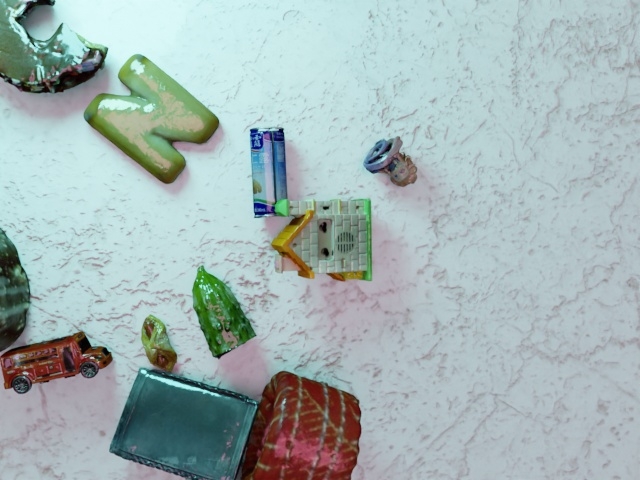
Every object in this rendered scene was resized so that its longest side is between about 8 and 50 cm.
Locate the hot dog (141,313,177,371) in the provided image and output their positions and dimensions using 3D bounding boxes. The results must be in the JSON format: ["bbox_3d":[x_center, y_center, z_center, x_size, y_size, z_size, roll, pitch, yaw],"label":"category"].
[{"bbox_3d":[-0.434,0.281,1.573,0.078,0.061,0.169,-23,95,-4],"label":"hot dog"}]

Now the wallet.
[{"bbox_3d":[-0.350,0.486,1.546,0.342,0.075,0.237,13,74,9],"label":"wallet"}]

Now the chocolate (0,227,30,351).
[{"bbox_3d":[-0.861,0.125,1.445,0.225,0.210,0.340,-9,94,-8],"label":"chocolate"}]

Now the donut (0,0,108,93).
[{"bbox_3d":[-0.716,-0.507,1.470,0.259,0.136,0.345,-39,95,-1],"label":"donut"}]

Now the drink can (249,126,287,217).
[{"bbox_3d":[-0.136,-0.177,1.567,0.097,0.097,0.235,-3,94,-6],"label":"drink can"}]

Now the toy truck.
[{"bbox_3d":[-0.675,0.307,1.525,0.252,0.107,0.114,-12,95,-5],"label":"toy truck"}]

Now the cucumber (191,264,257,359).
[{"bbox_3d":[-0.272,0.179,1.563,0.134,0.134,0.244,-25,86,-5],"label":"cucumber"}]

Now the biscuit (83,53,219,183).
[{"bbox_3d":[-0.438,-0.316,1.545,0.290,0.062,0.237,41,87,-8],"label":"biscuit"}]

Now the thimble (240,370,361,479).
[{"bbox_3d":[-0.054,0.511,1.496,0.230,0.350,0.350,20,91,-9],"label":"thimble"}]

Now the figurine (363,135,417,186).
[{"bbox_3d":[0.197,-0.214,1.606,0.157,0.114,0.126,22,125,-35],"label":"figurine"}]

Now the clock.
[{"bbox_3d":[0.000,0.000,1.550,0.255,0.106,0.220,-1,93,-24],"label":"clock"}]

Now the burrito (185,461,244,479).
[{"bbox_3d":[-0.196,0.715,1.603,0.139,0.101,0.445,-44,94,-14],"label":"burrito"}]
